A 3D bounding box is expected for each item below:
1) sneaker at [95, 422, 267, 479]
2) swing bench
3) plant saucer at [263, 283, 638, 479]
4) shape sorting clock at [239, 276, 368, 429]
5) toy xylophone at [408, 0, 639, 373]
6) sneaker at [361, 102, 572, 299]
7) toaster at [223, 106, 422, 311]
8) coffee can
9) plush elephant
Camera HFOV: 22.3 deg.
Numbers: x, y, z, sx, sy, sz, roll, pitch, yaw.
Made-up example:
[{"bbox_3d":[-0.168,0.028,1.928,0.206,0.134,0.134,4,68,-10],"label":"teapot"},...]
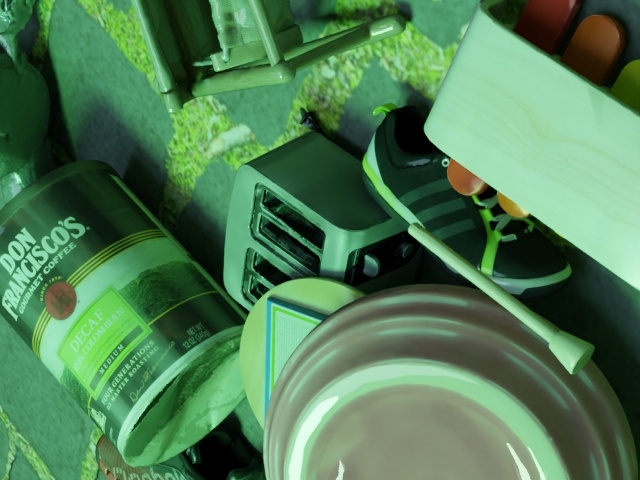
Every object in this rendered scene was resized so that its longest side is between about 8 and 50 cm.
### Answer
[{"bbox_3d":[-0.155,0.255,1.864,0.276,0.098,0.135,22,126,37],"label":"sneaker"},{"bbox_3d":[-0.093,-0.262,1.452,0.255,0.165,0.253,-8,105,50],"label":"swing bench"},{"bbox_3d":[0.100,0.204,1.385,0.332,0.084,0.332,6,110,18],"label":"plant saucer"},{"bbox_3d":[0.012,0.130,1.487,0.206,0.040,0.206,16,116,35],"label":"shape sorting clock"},{"bbox_3d":[0.197,-0.049,1.276,0.322,0.081,0.236,46,122,23],"label":"toy xylophone"},{"bbox_3d":[0.121,-0.039,1.399,0.235,0.084,0.097,37,132,29],"label":"sneaker"},{"bbox_3d":[0.000,0.000,1.536,0.186,0.110,0.168,36,133,30],"label":"toaster"},{"bbox_3d":[-0.215,0.077,1.749,0.275,0.201,0.201,45,138,21],"label":"coffee can"},{"bbox_3d":[-0.453,-0.143,1.856,0.255,0.272,0.330,4,85,33],"label":"plush elephant"}]
